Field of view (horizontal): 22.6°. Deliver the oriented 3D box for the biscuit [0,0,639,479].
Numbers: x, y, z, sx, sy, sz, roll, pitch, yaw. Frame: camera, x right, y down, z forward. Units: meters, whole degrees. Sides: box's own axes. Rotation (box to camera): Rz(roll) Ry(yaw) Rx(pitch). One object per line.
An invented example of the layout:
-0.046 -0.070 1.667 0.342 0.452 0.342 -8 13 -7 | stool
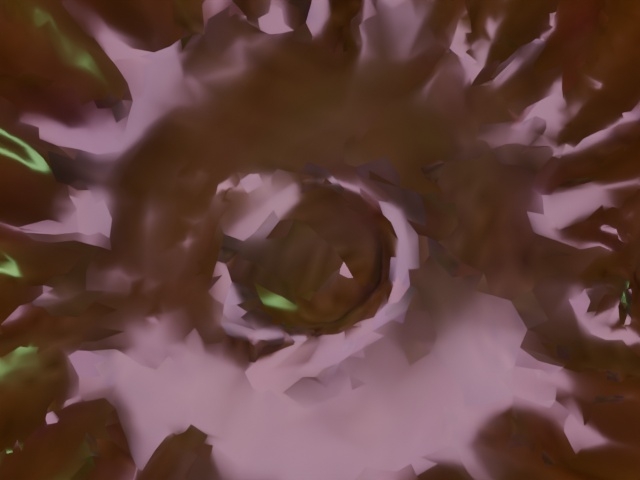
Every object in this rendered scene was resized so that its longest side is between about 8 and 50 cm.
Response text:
0.000 0.000 0.494 0.326 0.107 0.325 1 107 5 | biscuit
